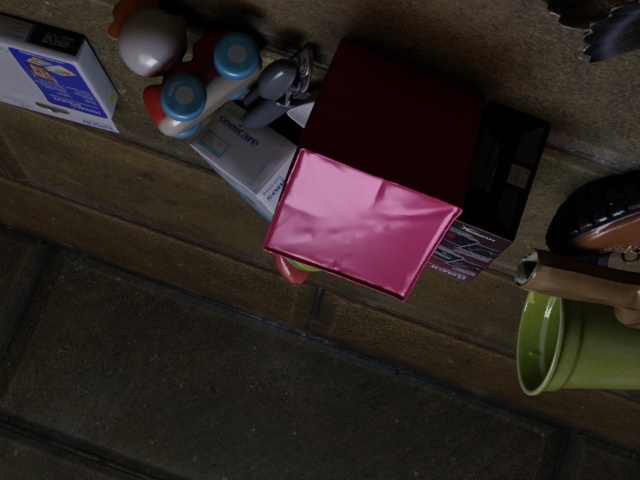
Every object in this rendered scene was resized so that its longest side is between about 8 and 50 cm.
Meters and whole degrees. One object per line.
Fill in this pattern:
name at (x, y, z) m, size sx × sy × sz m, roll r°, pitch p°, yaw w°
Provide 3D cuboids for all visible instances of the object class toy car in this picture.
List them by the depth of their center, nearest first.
toy car at (-0.239, -0.316, 1.575) m, size 0.238 × 0.210 × 0.219 m, roll 51°, pitch 172°, yaw -4°

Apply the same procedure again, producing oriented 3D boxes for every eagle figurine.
eagle figurine at (0.409, -0.227, 0.993) m, size 0.298 × 0.225 × 0.226 m, roll 27°, pitch 156°, yaw -9°

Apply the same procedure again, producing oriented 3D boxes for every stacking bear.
stacking bear at (0.000, 0.000, 2.120) m, size 0.164 × 0.175 × 0.289 m, roll 52°, pitch 165°, yaw -13°

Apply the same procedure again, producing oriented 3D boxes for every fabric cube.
fabric cube at (0.085, -0.107, 1.515) m, size 0.259 × 0.258 × 0.254 m, roll 21°, pitch 139°, yaw -5°

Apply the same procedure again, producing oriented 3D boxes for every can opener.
can opener at (-0.090, -0.262, 1.645) m, size 0.095 × 0.076 × 0.283 m, roll 6°, pitch 169°, yaw -24°

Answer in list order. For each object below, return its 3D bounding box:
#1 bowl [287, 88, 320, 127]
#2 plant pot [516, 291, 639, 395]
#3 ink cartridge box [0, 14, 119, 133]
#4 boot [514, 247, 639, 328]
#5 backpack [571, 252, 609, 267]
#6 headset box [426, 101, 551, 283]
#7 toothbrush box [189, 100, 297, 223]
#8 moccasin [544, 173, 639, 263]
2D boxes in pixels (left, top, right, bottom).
bowl at (0.031, -0.223, 1.686) m, size 0.142 × 0.053 × 0.142 m, roll 32°, pitch 159°, yaw -31°
plant pot at (0.595, 0.220, 2.094) m, size 0.254 × 0.276 × 0.276 m, roll 10°, pitch 163°, yaw -6°
ink cartridge box at (-0.577, -0.348, 1.959) m, size 0.303 × 0.072 × 0.307 m, roll 16°, pitch 164°, yaw 10°
boot at (0.477, 0.081, 1.702) m, size 0.269 × 0.089 × 0.236 m, roll 10°, pitch 162°, yaw -4°
backpack at (0.498, 0.027, 1.813) m, size 0.105 × 0.114 × 0.084 m, roll 3°, pitch 175°, yaw 39°
headset box at (0.265, -0.067, 1.620) m, size 0.110 × 0.218 × 0.293 m, roll 22°, pitch 163°, yaw 0°
toothbrush box at (-0.091, -0.117, 1.900) m, size 0.216 × 0.126 × 0.295 m, roll 38°, pitch 173°, yaw 33°
moccasin at (0.525, -0.036, 1.596) m, size 0.147 × 0.139 × 0.380 m, roll 36°, pitch 149°, yaw -17°
